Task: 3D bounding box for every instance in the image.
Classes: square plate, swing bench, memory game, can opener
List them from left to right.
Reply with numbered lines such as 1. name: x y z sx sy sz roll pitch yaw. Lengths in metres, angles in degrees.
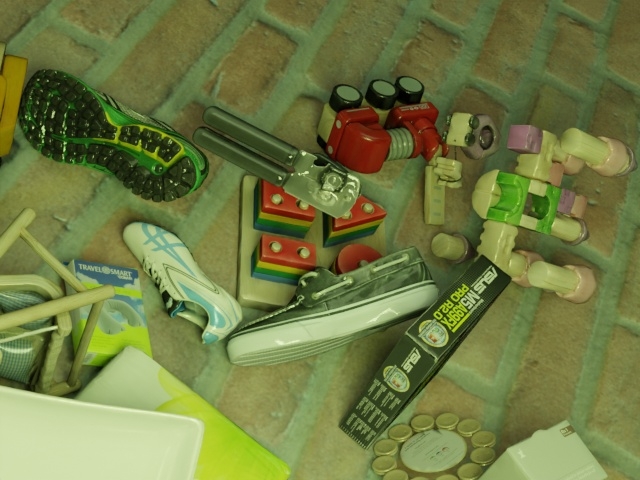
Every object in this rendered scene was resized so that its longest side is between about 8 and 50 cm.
1. swing bench: -0.423 0.139 1.341 0.165 0.253 0.255 42 48 12
2. square plate: -0.340 0.340 1.243 0.347 0.049 0.343 13 92 -15
3. can opener: -0.065 -0.129 1.738 0.284 0.076 0.095 28 14 -1
4. memory game: 0.165 0.311 1.565 0.186 0.012 0.186 -10 27 5

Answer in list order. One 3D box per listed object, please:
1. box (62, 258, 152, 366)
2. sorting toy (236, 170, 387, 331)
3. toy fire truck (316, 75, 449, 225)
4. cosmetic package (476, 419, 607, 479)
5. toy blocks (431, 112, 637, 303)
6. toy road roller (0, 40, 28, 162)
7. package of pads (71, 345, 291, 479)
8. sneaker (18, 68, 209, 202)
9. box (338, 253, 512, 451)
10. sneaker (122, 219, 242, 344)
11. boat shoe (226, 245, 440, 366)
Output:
1. box: -0.309 0.099 1.553 0.109 0.042 0.178 11 47 -36
2. sorting toy: 0.000 0.000 1.757 0.256 0.089 0.257 11 50 -16
3. toy fire truck: 0.134 -0.153 1.922 0.217 0.158 0.246 -12 49 -32
4. cosmetic package: 0.274 0.362 1.491 0.127 0.238 0.107 -17 63 -34
5. toy blocks: 0.384 -0.053 1.864 0.260 0.309 0.288 13 90 -42
6. toy road roller: -0.543 -0.211 1.563 0.203 0.240 0.329 11 55 -17
7. package of pads: -0.213 0.302 1.411 0.297 0.101 0.229 36 48 5
8. sneaker: -0.337 -0.162 1.733 0.344 0.134 0.146 31 11 10
9. box: 0.151 0.166 1.571 0.060 0.270 0.216 40 48 11
10. sneaker: -0.221 0.059 1.616 0.237 0.085 0.086 42 56 15
11. boat shoe: 0.011 0.098 1.622 0.335 0.121 0.119 -16 74 -13
